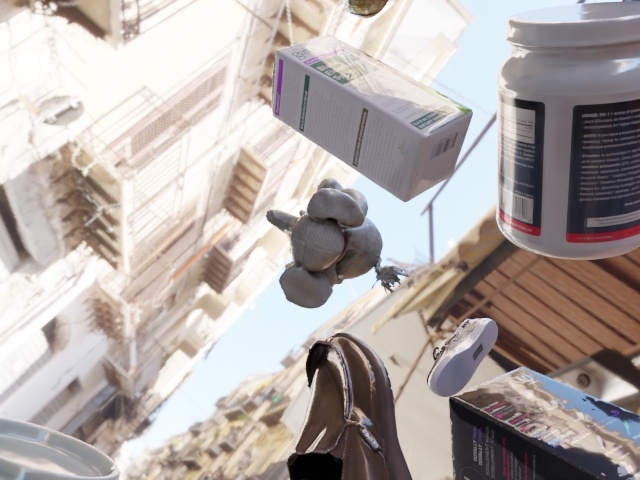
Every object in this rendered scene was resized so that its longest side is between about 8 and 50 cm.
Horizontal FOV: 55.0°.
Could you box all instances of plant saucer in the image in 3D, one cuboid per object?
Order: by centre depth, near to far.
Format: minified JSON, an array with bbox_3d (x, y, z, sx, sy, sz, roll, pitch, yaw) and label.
[{"bbox_3d":[-0.368,0.299,0.756,0.401,0.100,0.400,20,-12,5],"label":"plant saucer"}]

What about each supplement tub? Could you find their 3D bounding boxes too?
[{"bbox_3d":[0.309,-0.132,0.737,0.191,0.191,0.272,16,-56,40],"label":"supplement tub"}]

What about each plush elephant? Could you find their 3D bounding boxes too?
[{"bbox_3d":[0.000,0.000,1.323,0.255,0.271,0.330,22,7,-47],"label":"plush elephant"}]

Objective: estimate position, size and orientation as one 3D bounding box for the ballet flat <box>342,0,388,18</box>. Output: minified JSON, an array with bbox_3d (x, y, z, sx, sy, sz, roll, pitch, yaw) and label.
[{"bbox_3d":[0.146,-0.578,1.129,0.123,0.348,0.123,31,10,-6],"label":"ballet flat"}]

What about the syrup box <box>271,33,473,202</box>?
[{"bbox_3d":[0.052,-0.155,0.742,0.237,0.093,0.096,38,-41,28],"label":"syrup box"}]

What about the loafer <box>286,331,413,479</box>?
[{"bbox_3d":[0.024,0.251,0.770,0.366,0.130,0.133,-109,-149,-55],"label":"loafer"}]

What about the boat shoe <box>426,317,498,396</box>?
[{"bbox_3d":[0.261,0.219,1.195,0.076,0.228,0.080,3,-58,44],"label":"boat shoe"}]

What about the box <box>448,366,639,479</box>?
[{"bbox_3d":[0.298,0.284,0.732,0.270,0.143,0.165,18,-63,58],"label":"box"}]
